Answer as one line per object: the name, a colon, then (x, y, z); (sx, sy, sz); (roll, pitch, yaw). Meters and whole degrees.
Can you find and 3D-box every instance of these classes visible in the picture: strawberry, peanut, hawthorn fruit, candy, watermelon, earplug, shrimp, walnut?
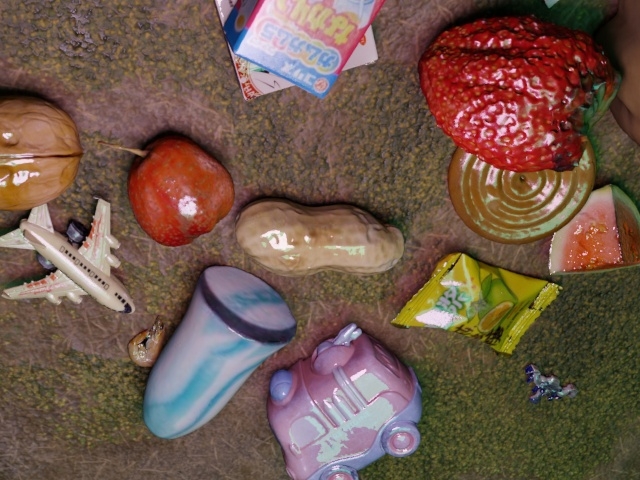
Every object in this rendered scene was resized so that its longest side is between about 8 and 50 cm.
strawberry: (0.290, -0.233, 1.587); (0.288, 0.250, 0.238); (29, 99, 11)
peanut: (0.000, 0.000, 1.718); (0.290, 0.130, 0.130); (4, 120, -15)
hawthorn fruit: (-0.233, -0.095, 1.599); (0.163, 0.162, 0.203); (-31, 111, 6)
candy: (0.285, 0.117, 1.892); (0.297, 0.081, 0.187); (18, 116, -35)
watermelon: (0.487, 0.003, 1.864); (0.145, 0.137, 0.193); (-15, 122, 36)
earplug: (-0.201, 0.221, 1.784); (0.185, 0.185, 0.324); (23, 118, -25)
candy: (0.009, -0.365, 1.436); (0.157, 0.100, 0.306); (24, 114, -26)
shrimp: (-0.303, 0.177, 1.816); (0.059, 0.023, 0.108); (9, 118, -9)
walnut: (-0.447, -0.126, 1.510); (0.207, 0.167, 0.167); (-5, 122, -13)

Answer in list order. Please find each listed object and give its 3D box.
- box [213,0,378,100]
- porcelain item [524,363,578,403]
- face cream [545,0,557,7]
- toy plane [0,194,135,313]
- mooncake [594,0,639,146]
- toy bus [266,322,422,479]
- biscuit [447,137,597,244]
box: (-0.057, -0.394, 1.496); (0.214, 0.069, 0.353); (-18, 125, -3)
porcelain item: (0.442, 0.297, 2.075); (0.136, 0.021, 0.075); (27, 116, -26)
face cream: (0.329, -0.463, 1.556); (0.092, 0.058, 0.243); (-38, 128, 4)
toy plane: (-0.389, 0.036, 1.665); (0.229, 0.092, 0.244); (-42, 122, 11)
mooncake: (0.625, -0.296, 1.653); (0.378, 0.201, 0.378); (-9, 124, -13)
toy bus: (0.028, 0.294, 1.879); (0.294, 0.197, 0.232); (-35, 113, 10)
biscuit: (0.345, -0.106, 1.773); (0.262, 0.037, 0.262); (-3, 116, -6)
